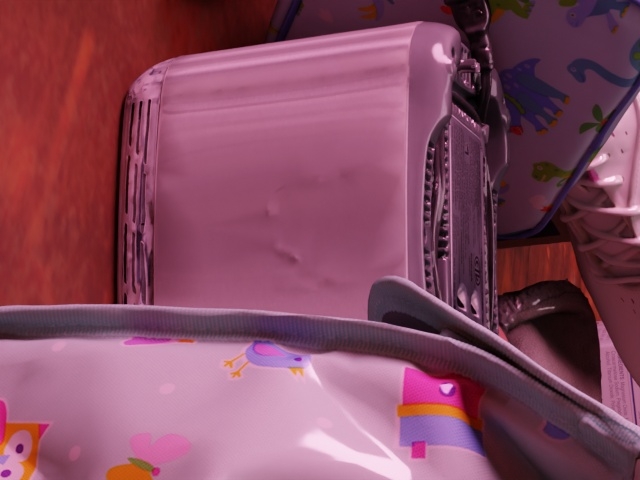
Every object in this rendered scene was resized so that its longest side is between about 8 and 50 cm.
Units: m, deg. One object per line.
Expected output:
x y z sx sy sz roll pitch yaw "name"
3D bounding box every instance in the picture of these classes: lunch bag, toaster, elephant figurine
0.007 0.132 0.637 0.223 0.262 0.160 67 26 -44 "lunch bag"
0.000 0.000 0.828 0.129 0.146 0.227 23 65 -71 "toaster"
0.097 0.097 1.128 0.239 0.169 0.186 64 -5 -16 "elephant figurine"
0.068 -0.107 0.929 0.090 0.176 0.219 -63 179 -32 "lunch bag"

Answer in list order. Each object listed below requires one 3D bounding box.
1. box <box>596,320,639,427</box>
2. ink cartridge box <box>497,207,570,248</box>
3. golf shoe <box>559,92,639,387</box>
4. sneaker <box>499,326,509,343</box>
0.242 0.132 1.558 0.072 0.137 0.126 -39 123 -69 "box"
0.113 -0.142 1.191 0.193 0.088 0.235 55 45 -38 "ink cartridge box"
0.155 -0.045 1.084 0.140 0.115 0.306 -17 94 -44 "golf shoe"
0.051 0.187 0.981 0.136 0.116 0.314 -65 145 -61 "sneaker"
